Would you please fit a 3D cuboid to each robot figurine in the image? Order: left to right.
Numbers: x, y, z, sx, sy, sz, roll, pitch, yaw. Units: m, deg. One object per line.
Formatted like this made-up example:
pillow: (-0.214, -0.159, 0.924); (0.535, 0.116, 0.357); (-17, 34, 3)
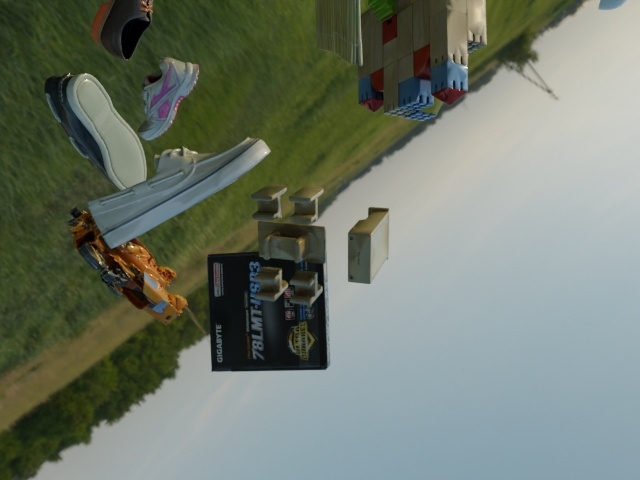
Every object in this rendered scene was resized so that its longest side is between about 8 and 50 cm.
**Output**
robot figurine: (-0.397, 0.042, 1.309); (0.085, 0.291, 0.211); (-36, -137, -1)

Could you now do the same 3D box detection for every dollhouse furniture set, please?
dollhouse furniture set: (0.000, 0.000, 1.251); (0.242, 0.212, 0.161); (5, -161, 17)

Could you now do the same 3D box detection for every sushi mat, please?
sushi mat: (0.016, -0.379, 0.767); (0.019, 0.316, 0.151); (-11, -151, -14)

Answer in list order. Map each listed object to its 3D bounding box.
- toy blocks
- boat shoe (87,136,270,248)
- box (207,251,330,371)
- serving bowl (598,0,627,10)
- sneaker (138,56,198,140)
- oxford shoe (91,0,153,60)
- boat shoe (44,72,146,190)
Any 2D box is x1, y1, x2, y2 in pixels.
toy blocks: (0.191, -0.362, 1.267); (0.191, 0.260, 0.381); (3, 175, -30)
boat shoe: (-0.194, -0.083, 0.864); (0.258, 0.084, 0.095); (-30, -171, -2)
box: (-0.127, 0.172, 1.580); (0.294, 0.295, 0.073); (-2, 177, 7)
serving bowl: (0.273, -0.244, 0.564); (0.083, 0.027, 0.083); (-56, 158, -37)
sneaker: (-0.423, -0.379, 1.677); (0.252, 0.111, 0.103); (-53, -150, 22)
oxford shoe: (-0.353, -0.484, 1.255); (0.097, 0.098, 0.271); (-16, 143, -57)
boat shoe: (-0.458, -0.217, 1.322); (0.091, 0.302, 0.114); (9, -132, 23)
